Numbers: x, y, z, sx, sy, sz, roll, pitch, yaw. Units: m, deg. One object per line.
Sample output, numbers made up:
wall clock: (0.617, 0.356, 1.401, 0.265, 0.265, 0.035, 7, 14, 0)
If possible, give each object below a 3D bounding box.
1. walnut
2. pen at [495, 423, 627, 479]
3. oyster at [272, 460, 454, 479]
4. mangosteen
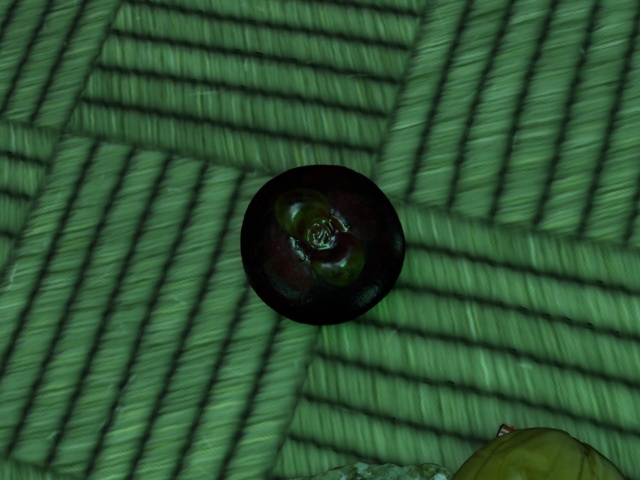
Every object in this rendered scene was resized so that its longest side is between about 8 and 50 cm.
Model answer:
walnut: (0.156, 0.244, 0.951, 0.159, 0.159, 0.207, 20, 78, 20)
pen: (0.253, 0.210, 1.013, 0.239, 0.028, 0.028, 24, 73, 21)
oyster: (0.014, 0.218, 1.045, 0.200, 0.061, 0.106, -31, 62, -2)
mangosteen: (0.000, 0.000, 1.101, 0.152, 0.152, 0.152, -5, 65, 11)
